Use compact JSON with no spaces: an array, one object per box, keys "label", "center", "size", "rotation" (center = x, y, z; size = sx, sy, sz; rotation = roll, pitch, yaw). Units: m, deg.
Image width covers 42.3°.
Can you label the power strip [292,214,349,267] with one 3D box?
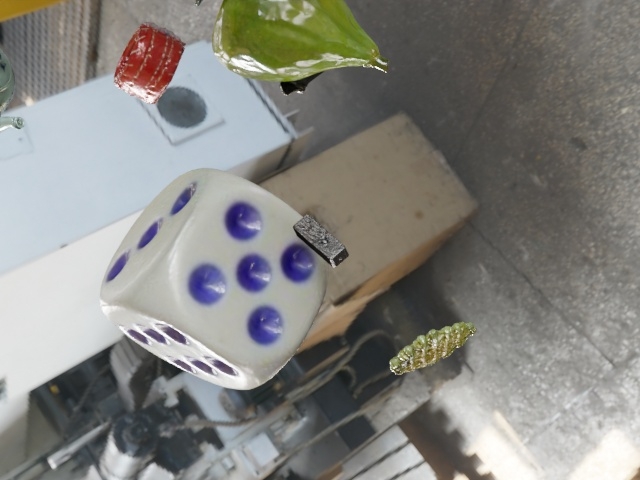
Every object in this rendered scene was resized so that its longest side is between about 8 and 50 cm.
[{"label":"power strip","center":[0.000,0.000,1.368],"size":[0.111,0.038,0.029],"rotation":[40,166,37]}]

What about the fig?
[{"label":"fig","center":[-0.042,-0.394,1.568],"size":[0.233,0.314,0.233],"rotation":[-168,90,-72]}]

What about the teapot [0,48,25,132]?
[{"label":"teapot","center":[-0.536,-0.257,1.262],"size":[0.159,0.159,0.232],"rotation":[-18,101,59]}]

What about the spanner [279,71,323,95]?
[{"label":"spanner","center":[-0.020,-0.333,1.654],"size":[0.046,0.208,0.012],"rotation":[37,134,5]}]

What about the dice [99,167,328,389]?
[{"label":"dice","center":[-0.190,0.071,1.507],"size":[0.304,0.304,0.277],"rotation":[40,152,-27]}]

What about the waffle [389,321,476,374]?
[{"label":"waffle","center":[0.229,0.217,1.689],"size":[0.169,0.183,0.036],"rotation":[-44,63,31]}]

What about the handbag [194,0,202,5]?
[{"label":"handbag","center":[-0.152,-0.601,1.502],"size":[0.089,0.238,0.326],"rotation":[32,143,-8]}]

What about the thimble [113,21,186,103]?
[{"label":"thimble","center":[-0.440,-0.446,2.108],"size":[0.189,0.125,0.163],"rotation":[-46,31,37]}]
